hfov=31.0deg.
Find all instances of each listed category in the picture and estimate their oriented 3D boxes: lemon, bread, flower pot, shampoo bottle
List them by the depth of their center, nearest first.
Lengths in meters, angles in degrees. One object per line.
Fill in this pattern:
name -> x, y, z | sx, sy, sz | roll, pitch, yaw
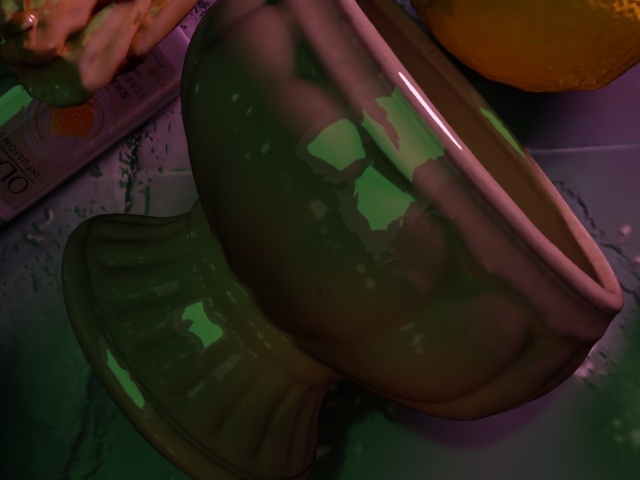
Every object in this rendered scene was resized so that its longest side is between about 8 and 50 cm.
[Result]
flower pot -> 0.000, 0.000, 0.694 | 0.244, 0.307, 0.307 | -39, 75, 14
lemon -> 0.149, -0.184, 0.758 | 0.180, 0.193, 0.180 | -9, 69, 26
bread -> -0.153, -0.275, 0.786 | 0.324, 0.167, 0.277 | -44, 49, -11
shampoo bottle -> -0.195, -0.089, 0.838 | 0.227, 0.056, 0.086 | -36, 119, -2
